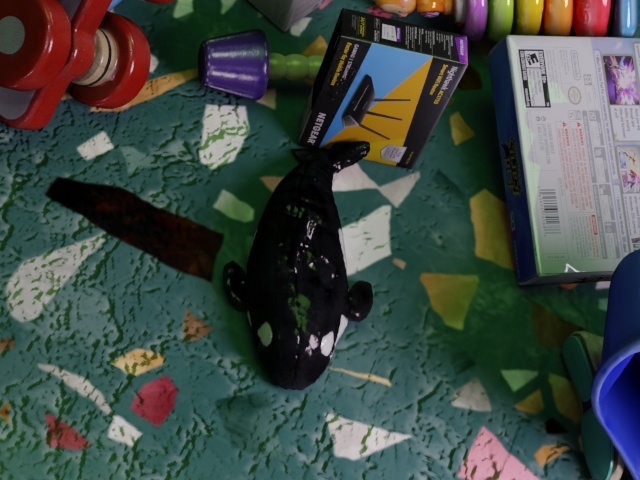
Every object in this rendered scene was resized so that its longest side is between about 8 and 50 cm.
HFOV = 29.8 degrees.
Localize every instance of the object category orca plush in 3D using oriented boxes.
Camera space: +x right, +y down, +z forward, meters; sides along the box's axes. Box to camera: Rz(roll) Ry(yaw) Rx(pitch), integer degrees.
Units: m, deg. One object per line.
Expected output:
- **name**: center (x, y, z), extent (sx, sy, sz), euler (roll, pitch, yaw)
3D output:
- **orca plush**: center (0.000, 0.000, 1.188), extent (0.151, 0.102, 0.287), euler (25, 56, 0)

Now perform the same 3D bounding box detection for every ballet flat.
- **ballet flat**: center (0.287, 0.165, 1.201), extent (0.052, 0.057, 0.168), euler (8, 58, -23)

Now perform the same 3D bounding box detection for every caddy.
- **caddy**: center (0.386, 0.146, 1.089), extent (0.241, 0.341, 0.179), euler (-14, 43, 28)

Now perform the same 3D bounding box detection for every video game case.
- **video game case**: center (0.320, -0.089, 1.321), extent (0.244, 0.061, 0.269), euler (-2, 77, -15)

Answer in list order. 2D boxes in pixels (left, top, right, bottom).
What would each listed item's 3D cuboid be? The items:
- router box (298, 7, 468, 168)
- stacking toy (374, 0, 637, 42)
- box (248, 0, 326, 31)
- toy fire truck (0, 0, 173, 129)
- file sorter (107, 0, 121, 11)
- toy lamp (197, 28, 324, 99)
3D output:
- **router box**: center (0.062, -0.155, 1.254), extent (0.133, 0.179, 0.046), euler (11, 55, -10)
- **stacking toy**: center (0.211, -0.293, 1.413), extent (0.302, 0.175, 0.165), euler (-5, 99, -1)
- **box**: center (-0.029, -0.316, 1.374), extent (0.087, 0.102, 0.101), euler (43, 58, 9)
- **toy fire truck**: center (-0.282, -0.279, 1.202), extent (0.254, 0.302, 0.169), euler (36, 15, 23)
- **file sorter**: center (-0.229, -0.363, 1.344), extent (0.118, 0.104, 0.170), euler (36, 57, 8)
- **toy lamp**: center (0.003, -0.191, 1.322), extent (0.275, 0.080, 0.080), euler (-2, 60, -18)
